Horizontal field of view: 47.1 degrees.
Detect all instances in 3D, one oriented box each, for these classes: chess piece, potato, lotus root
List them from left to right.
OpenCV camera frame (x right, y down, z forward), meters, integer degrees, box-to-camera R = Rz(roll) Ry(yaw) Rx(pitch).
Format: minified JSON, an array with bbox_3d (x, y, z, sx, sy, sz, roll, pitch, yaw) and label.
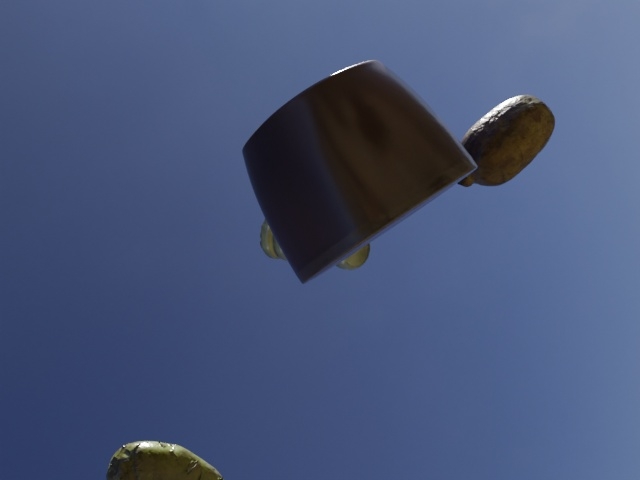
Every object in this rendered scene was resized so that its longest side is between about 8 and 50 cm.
[{"bbox_3d":[-0.239,0.395,1.190,0.225,0.090,0.117,30,-79,-25],"label":"potato"},{"bbox_3d":[0.000,0.000,1.632,0.133,0.243,0.133,-30,-53,-51],"label":"chess piece"},{"bbox_3d":[0.383,-0.204,1.567,0.260,0.145,0.128,-39,-29,-2],"label":"lotus root"}]

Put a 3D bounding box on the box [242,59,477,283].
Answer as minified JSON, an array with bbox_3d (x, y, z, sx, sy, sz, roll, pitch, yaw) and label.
[{"bbox_3d":[0.046,-0.106,1.056,0.301,0.301,0.216,-27,-96,-46],"label":"box"}]
